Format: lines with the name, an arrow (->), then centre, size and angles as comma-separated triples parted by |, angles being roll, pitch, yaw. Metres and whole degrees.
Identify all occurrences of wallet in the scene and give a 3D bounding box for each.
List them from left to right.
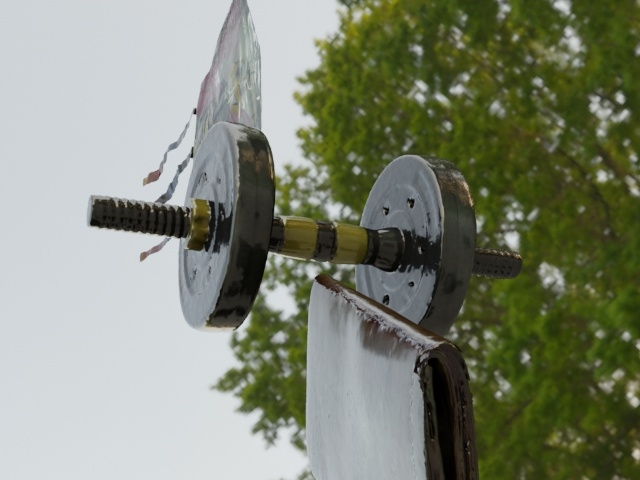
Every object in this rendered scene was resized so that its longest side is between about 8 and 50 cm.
wallet -> 0.029, 0.099, 0.558 | 0.031, 0.255, 0.137 | -3, -84, -12

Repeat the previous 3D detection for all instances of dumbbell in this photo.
dumbbell -> 0.000, 0.000, 0.724 | 0.325, 0.143, 0.143 | 7, -54, -22

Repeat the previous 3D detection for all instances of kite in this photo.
kite -> -0.137, -0.109, 1.153 | 0.022, 0.204, 0.360 | 7, -28, -27
